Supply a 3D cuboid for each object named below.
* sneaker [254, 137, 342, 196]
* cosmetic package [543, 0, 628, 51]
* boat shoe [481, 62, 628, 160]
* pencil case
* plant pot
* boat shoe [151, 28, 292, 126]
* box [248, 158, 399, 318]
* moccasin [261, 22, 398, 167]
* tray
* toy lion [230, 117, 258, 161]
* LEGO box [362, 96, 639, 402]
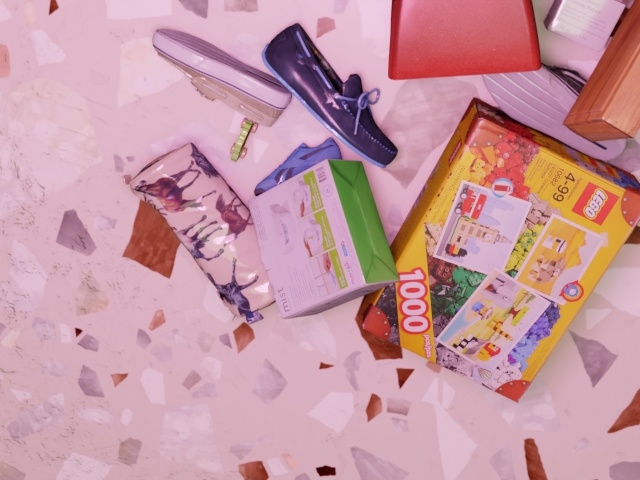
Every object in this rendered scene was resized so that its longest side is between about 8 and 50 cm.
[{"bbox_3d":[-0.050,-0.151,2.016,0.209,0.069,0.082,-21,75,23],"label":"sneaker"},{"bbox_3d":[0.524,-0.485,1.804,0.117,0.085,0.231,22,113,-3],"label":"cosmetic package"},{"bbox_3d":[0.457,-0.281,1.881,0.335,0.119,0.121,32,142,-14],"label":"boat shoe"},{"bbox_3d":[-0.229,-0.019,2.028,0.183,0.160,0.410,-37,104,3],"label":"pencil case"},{"bbox_3d":[0.250,-0.456,1.721,0.267,0.267,0.235,-2,124,7],"label":"plant pot"},{"bbox_3d":[-0.207,-0.324,1.935,0.302,0.109,0.094,26,114,-8],"label":"boat shoe"},{"bbox_3d":[0.000,0.000,1.934,0.231,0.127,0.262,-27,75,36],"label":"box"},{"bbox_3d":[0.036,-0.287,1.908,0.342,0.137,0.117,42,105,-11],"label":"moccasin"},{"bbox_3d":[0.590,-0.373,1.706,0.076,0.203,0.411,31,91,-6],"label":"tray"},{"bbox_3d":[-0.162,-0.204,1.978,0.034,0.096,0.100,24,116,-4],"label":"toy lion"},{"bbox_3d":[0.361,0.021,1.963,0.373,0.193,0.500,25,112,-4],"label":"LEGO box"}]
